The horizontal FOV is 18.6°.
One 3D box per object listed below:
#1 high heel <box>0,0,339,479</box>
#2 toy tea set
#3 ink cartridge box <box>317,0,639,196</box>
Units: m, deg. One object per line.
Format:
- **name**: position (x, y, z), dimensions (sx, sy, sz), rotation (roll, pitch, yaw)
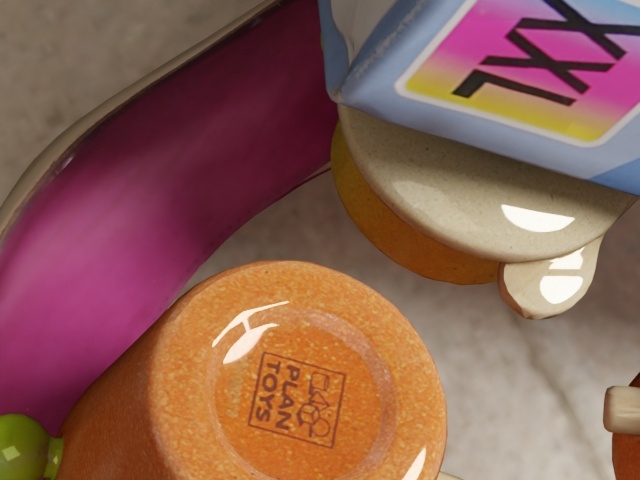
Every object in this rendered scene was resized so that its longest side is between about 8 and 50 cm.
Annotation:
- **high heel**: position (0.000, 0.000, 0.608), dimensions (0.181, 0.127, 0.377), rotation (30, 94, -7)
- **toy tea set**: position (0.079, 0.097, 0.517), dimensions (0.336, 0.124, 0.200), rotation (44, 60, 7)
- **ink cartridge box**: position (0.229, -0.108, 0.473), dimensions (0.395, 0.270, 0.151), rotation (13, 52, -24)
